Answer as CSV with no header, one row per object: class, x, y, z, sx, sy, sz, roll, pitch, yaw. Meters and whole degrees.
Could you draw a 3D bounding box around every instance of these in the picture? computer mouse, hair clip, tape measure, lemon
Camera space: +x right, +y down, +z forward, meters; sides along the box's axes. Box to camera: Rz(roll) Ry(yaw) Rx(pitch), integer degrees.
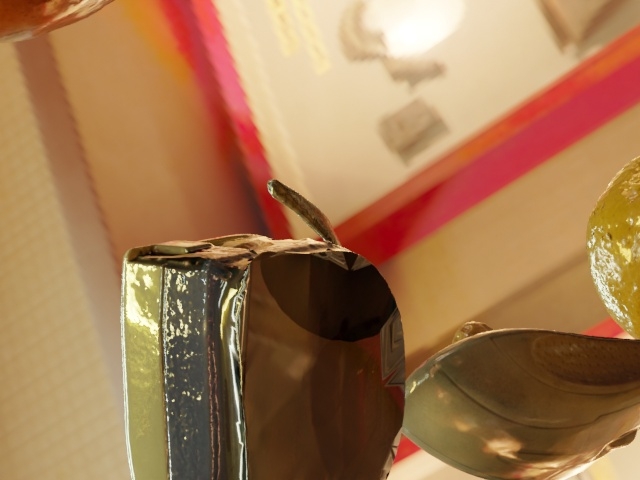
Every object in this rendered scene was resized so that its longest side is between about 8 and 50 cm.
computer mouse,0.251,0.188,1.842,0.371,0.188,0.122,2,-129,-35
hair clip,0.002,-0.001,2.177,0.229,0.036,0.066,54,-165,-35
tape measure,-0.044,0.119,1.383,0.262,0.138,0.259,-14,-73,-58
lemon,0.479,0.012,2.208,0.293,0.293,0.293,41,-150,-30

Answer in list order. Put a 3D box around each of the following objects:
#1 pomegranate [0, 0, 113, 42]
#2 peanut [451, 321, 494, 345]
pomegranate,-0.251,-0.330,1.357,0.338,0.338,0.338,41,-150,-30
peanut,0.236,0.173,2.306,0.089,0.089,0.193,36,-177,-37
